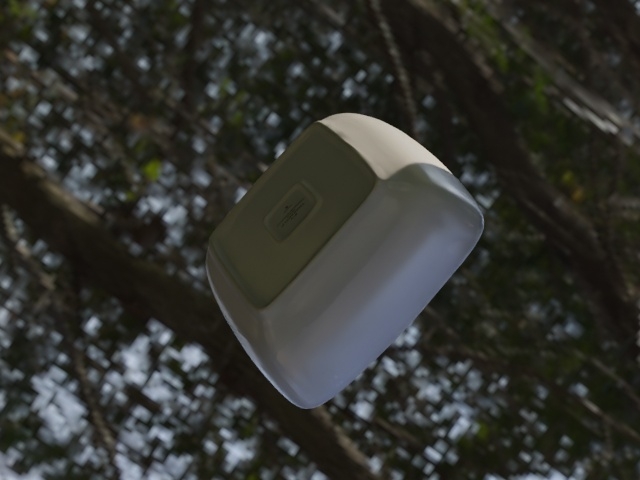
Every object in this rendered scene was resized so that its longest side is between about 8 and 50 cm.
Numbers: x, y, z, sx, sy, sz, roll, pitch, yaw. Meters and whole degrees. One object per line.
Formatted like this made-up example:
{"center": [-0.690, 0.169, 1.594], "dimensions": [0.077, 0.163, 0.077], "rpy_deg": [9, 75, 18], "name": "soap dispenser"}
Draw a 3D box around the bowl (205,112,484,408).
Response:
{"center": [0.000, 0.000, 0.806], "dimensions": [0.142, 0.053, 0.142], "rpy_deg": [-48, -147, 6], "name": "bowl"}
